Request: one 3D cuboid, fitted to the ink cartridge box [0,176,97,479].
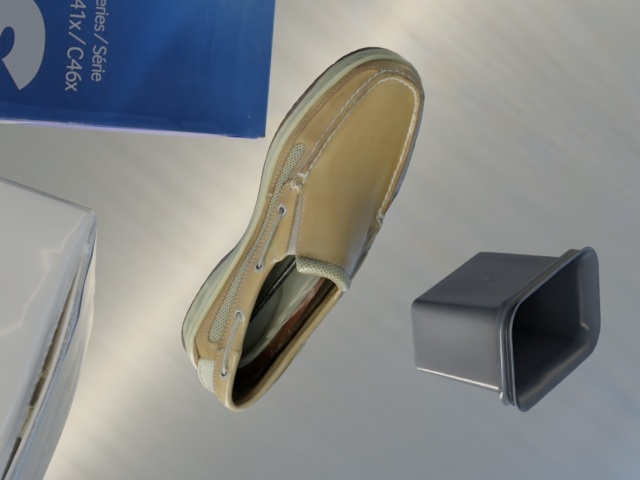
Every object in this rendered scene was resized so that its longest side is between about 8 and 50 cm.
[{"bbox_3d":[-0.152,0.024,0.576,0.159,0.092,0.218,20,168,-4],"label":"ink cartridge box"}]

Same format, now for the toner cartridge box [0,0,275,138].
[{"bbox_3d":[-0.096,-0.219,0.784,0.165,0.347,0.075,2,-176,-25],"label":"toner cartridge box"}]

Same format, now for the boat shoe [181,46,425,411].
[{"bbox_3d":[0.000,0.000,0.935,0.068,0.190,0.072,19,-162,-24],"label":"boat shoe"}]

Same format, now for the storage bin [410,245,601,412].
[{"bbox_3d":[0.129,0.061,1.375,0.091,0.135,0.098,9,116,33],"label":"storage bin"}]
